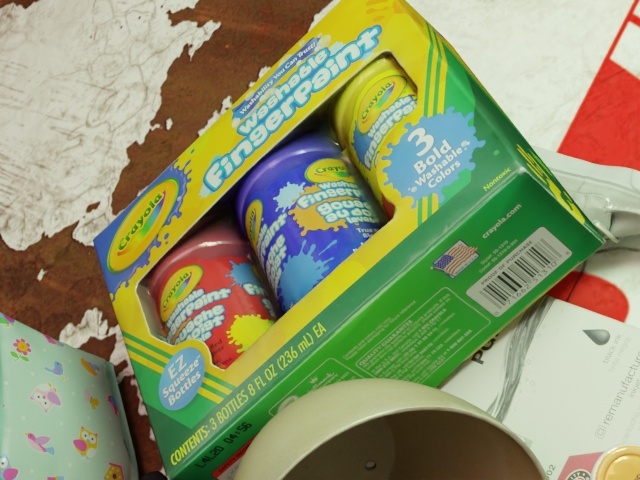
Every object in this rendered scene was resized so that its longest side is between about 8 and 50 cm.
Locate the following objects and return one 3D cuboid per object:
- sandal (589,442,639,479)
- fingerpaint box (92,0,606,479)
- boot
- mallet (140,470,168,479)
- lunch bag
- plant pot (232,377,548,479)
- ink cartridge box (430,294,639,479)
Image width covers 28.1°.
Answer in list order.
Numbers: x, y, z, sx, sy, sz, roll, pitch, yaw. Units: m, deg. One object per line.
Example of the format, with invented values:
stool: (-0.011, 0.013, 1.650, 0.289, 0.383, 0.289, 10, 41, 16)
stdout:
sandal: (0.337, 0.258, 1.032, 0.265, 0.076, 0.102, 31, 82, 10)
fingerpaint box: (0.000, 0.000, 1.309, 0.445, 0.163, 0.371, -42, 42, 14)
boot: (0.280, -0.012, 1.319, 0.258, 0.095, 0.123, 21, 83, 51)
mallet: (-0.130, 0.252, 1.489, 0.190, 0.039, 0.062, -41, 45, 4)
lunch bag: (-0.342, 0.246, 1.516, 0.160, 0.223, 0.262, -36, 49, 21)
plant pot: (0.035, 0.235, 1.115, 0.284, 0.284, 0.191, -49, 26, 1)
ink cartridge box: (0.212, 0.167, 1.226, 0.283, 0.117, 0.207, 21, 78, 42)
